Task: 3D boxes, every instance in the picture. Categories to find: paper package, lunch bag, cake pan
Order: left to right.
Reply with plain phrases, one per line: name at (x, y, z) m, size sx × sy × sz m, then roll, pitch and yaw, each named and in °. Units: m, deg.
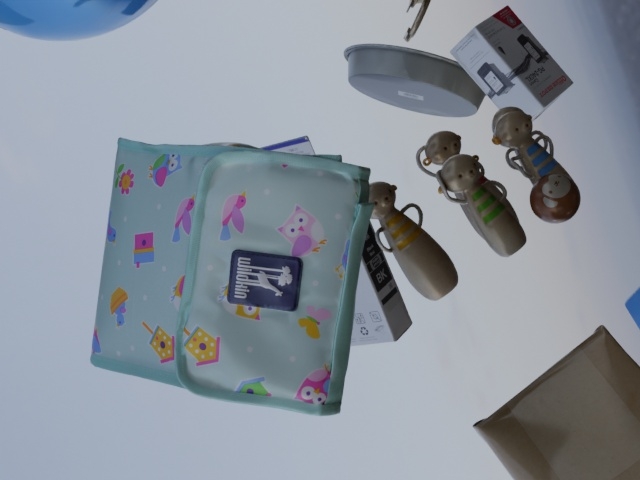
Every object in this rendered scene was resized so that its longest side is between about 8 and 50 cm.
lunch bag at (-0.071, 0.027, 1.059) m, size 0.160 × 0.262 × 0.224 m, roll 7°, pitch -88°, yaw -46°
cake pan at (0.179, -0.297, 2.268) m, size 0.293 × 0.293 × 0.054 m, roll 28°, pitch -105°, yaw -67°
paper package at (0.341, 0.292, 1.193) m, size 0.325 × 0.168 × 0.309 m, roll 53°, pitch -177°, yaw 36°

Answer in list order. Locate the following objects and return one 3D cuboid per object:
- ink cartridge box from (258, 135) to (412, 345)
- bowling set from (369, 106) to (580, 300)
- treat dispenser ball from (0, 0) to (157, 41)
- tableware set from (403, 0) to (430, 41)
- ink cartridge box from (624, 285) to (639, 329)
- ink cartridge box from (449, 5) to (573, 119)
ink cartridge box at (0.000, 0.000, 1.752) m, size 0.065 × 0.165 × 0.333 m, roll -41°, pitch -66°, yaw -45°
bowling set at (0.203, -0.078, 1.343) m, size 0.287 × 0.200 × 0.154 m, roll -39°, pitch -86°, yaw -31°
treat dispenser ball at (-0.274, -0.352, 1.245) m, size 0.288 × 0.288 × 0.288 m, roll -20°, pitch -90°, yaw -74°
tableware set at (0.129, -0.306, 1.349) m, size 0.020 × 0.169 × 0.141 m, roll 25°, pitch -149°, yaw -3°
ink cartridge box at (0.517, 0.021, 1.345) m, size 0.129 × 0.223 × 0.307 m, roll 64°, pitch 158°, yaw 22°
ink cartridge box at (0.272, -0.243, 1.690) m, size 0.150 × 0.063 × 0.109 m, roll 49°, pitch -137°, yaw 2°
